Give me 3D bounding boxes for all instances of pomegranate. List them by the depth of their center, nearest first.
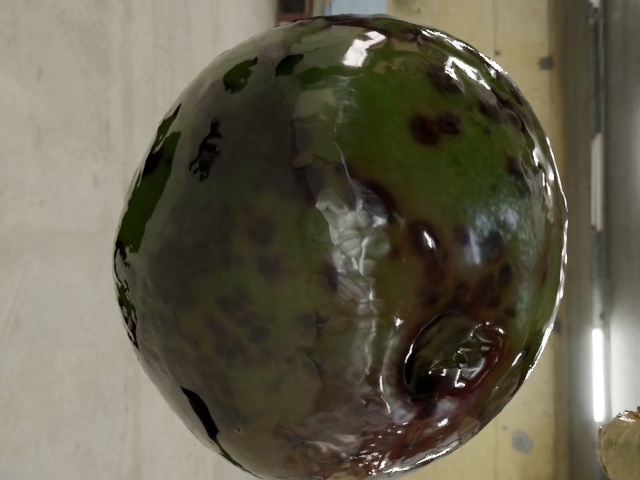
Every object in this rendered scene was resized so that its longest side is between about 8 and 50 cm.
[{"bbox_3d":[0.010,-0.013,0.464,0.306,0.242,0.243,-92,180,-65],"label":"pomegranate"}]

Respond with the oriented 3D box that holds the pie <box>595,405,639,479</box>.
[{"bbox_3d":[0.439,0.214,0.790,0.339,0.339,0.083,-3,97,-87],"label":"pie"}]
